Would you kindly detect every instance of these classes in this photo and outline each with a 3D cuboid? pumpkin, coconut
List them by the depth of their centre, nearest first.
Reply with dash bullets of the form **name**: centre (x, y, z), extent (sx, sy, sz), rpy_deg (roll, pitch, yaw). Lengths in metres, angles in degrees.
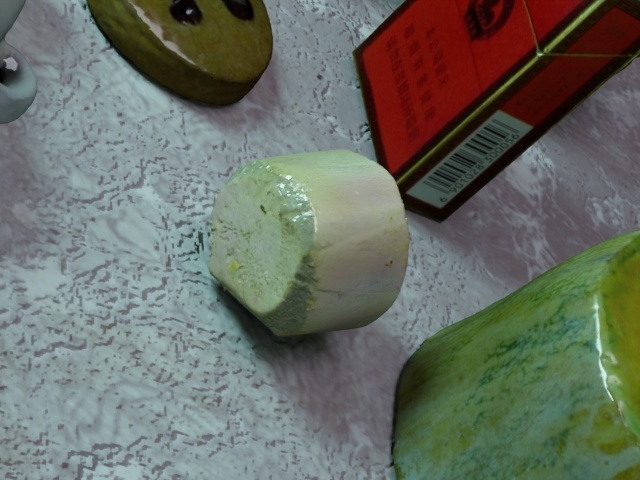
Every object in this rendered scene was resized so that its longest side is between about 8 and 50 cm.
- **coconut**: centre (0.000, 0.000, 1.224), extent (0.122, 0.116, 0.116), rpy_deg (-3, 57, -42)
- **pumpkin**: centre (0.226, 0.139, 1.252), extent (0.332, 0.199, 0.332), rpy_deg (27, 35, -21)

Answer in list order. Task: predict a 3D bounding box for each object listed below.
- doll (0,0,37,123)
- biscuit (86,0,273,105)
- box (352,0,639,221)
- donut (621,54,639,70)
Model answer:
- **doll**: centre (-0.303, -0.187, 1.063), extent (0.365, 0.187, 0.376), rpy_deg (42, 10, -21)
- **biscuit**: centre (-0.158, -0.283, 1.393), extent (0.283, 0.064, 0.432), rpy_deg (-8, 60, -50)
- **box**: centre (0.131, -0.145, 1.398), extent (0.074, 0.240, 0.153), rpy_deg (26, 38, -31)
- **donut**: centre (0.162, -0.236, 1.643), extent (0.277, 0.108, 0.278), rpy_deg (28, 38, -25)
